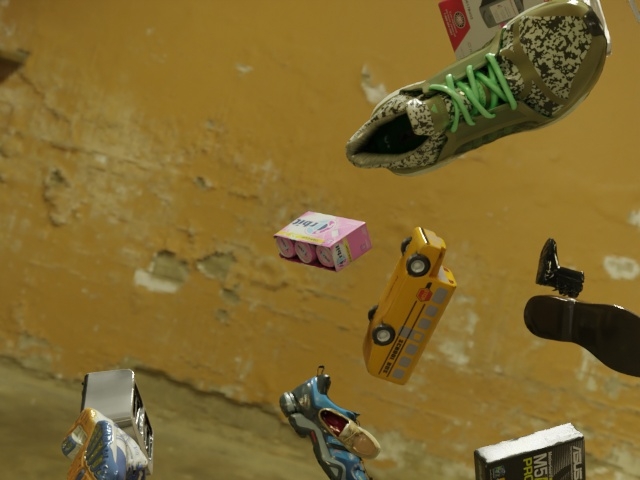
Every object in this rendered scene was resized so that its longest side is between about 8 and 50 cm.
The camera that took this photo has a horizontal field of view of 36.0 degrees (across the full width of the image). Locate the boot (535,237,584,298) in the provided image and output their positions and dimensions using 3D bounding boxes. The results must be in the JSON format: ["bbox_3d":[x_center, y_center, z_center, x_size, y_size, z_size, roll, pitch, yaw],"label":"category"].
[{"bbox_3d":[0.523,0.063,2.130,0.099,0.121,0.045,19,-24,-4],"label":"boot"}]

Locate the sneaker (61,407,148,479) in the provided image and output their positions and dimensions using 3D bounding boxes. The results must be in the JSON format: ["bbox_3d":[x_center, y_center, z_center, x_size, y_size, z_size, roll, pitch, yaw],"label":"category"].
[{"bbox_3d":[-0.321,0.349,1.547,0.131,0.112,0.296,37,-3,-18],"label":"sneaker"}]

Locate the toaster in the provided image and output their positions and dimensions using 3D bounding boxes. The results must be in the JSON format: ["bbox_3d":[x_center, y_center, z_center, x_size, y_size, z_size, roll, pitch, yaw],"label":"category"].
[{"bbox_3d":[-0.393,0.360,1.883,0.110,0.168,0.186,-12,33,0],"label":"toaster"}]

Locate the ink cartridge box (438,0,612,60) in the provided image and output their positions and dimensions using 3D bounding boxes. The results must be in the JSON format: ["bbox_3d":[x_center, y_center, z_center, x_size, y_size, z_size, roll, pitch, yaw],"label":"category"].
[{"bbox_3d":[0.424,-0.449,2.065,0.131,0.226,0.306,-27,12,-37],"label":"ink cartridge box"}]

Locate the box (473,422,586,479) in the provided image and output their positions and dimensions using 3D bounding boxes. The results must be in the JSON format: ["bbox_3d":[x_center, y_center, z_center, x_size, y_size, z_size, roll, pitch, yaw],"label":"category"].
[{"bbox_3d":[0.425,0.519,1.979,0.216,0.270,0.060,-12,23,-12],"label":"box"}]

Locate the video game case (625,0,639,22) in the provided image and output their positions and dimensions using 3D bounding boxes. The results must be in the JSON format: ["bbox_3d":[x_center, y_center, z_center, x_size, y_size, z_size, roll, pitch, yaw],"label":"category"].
[{"bbox_3d":[0.709,-0.566,2.276,0.087,0.011,0.122,50,23,-35],"label":"video game case"}]

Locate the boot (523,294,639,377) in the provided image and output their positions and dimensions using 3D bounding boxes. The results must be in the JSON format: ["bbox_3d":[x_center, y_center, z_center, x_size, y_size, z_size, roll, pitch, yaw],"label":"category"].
[{"bbox_3d":[0.519,0.158,1.754,0.115,0.112,0.305,-1,15,-41],"label":"boot"}]

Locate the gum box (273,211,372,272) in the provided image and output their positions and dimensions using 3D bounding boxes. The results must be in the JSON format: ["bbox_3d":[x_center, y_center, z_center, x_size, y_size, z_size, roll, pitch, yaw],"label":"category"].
[{"bbox_3d":[0.000,0.000,2.032,0.107,0.062,0.188,-34,29,-33],"label":"gum box"}]

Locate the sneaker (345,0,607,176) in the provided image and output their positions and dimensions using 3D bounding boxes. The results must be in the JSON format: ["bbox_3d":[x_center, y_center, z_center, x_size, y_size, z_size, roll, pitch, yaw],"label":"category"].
[{"bbox_3d":[0.196,-0.181,1.332,0.410,0.158,0.182,-30,-1,39],"label":"sneaker"}]

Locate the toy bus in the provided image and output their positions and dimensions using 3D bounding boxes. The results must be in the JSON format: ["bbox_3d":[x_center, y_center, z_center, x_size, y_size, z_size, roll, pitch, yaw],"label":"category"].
[{"bbox_3d":[0.195,0.144,2.151,0.130,0.333,0.108,20,20,-11],"label":"toy bus"}]

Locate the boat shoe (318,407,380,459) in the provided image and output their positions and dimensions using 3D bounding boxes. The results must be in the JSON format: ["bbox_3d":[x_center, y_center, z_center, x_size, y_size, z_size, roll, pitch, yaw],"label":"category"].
[{"bbox_3d":[0.048,0.354,1.804,0.135,0.050,0.045,30,-7,26],"label":"boat shoe"}]

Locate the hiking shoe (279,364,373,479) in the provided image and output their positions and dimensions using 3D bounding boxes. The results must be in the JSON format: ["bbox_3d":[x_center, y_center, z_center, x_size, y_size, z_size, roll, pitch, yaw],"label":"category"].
[{"bbox_3d":[0.044,0.416,2.040,0.304,0.132,0.113,54,-8,5],"label":"hiking shoe"}]
